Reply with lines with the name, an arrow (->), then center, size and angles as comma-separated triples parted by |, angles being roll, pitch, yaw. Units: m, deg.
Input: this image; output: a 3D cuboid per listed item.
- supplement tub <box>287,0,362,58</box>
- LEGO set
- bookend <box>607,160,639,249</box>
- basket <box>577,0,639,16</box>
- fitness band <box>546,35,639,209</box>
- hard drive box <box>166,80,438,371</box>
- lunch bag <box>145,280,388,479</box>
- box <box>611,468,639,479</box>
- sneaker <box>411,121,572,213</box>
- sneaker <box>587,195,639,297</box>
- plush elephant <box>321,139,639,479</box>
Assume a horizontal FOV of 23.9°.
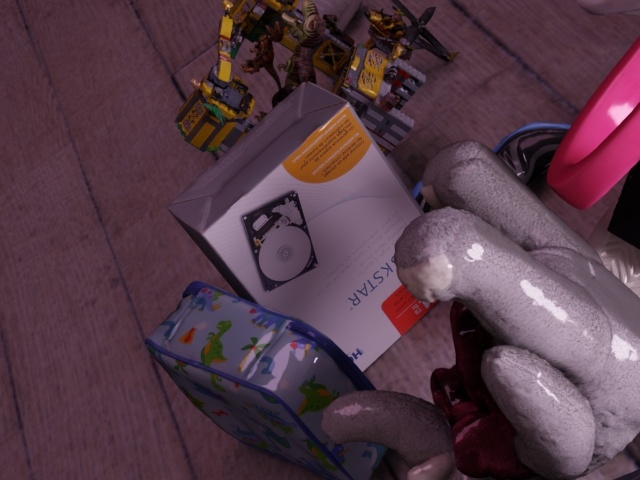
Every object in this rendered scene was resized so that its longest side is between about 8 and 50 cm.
supplement tub -> 0.003, -0.291, 1.939 | 0.071, 0.071, 0.107 | -1, 46, 43
LEGO set -> 0.004, -0.204, 1.649 | 0.192, 0.255, 0.331 | -47, 8, 39
bookend -> 0.327, -0.019, 1.135 | 0.072, 0.156, 0.157 | -65, 11, -22
basket -> 0.420, -0.370, 1.338 | 0.331, 0.266, 0.328 | -6, 85, 41
fitness band -> 0.283, -0.140, 1.153 | 0.291, 0.054, 0.209 | -50, 5, 11
hard drive box -> 0.000, 0.000, 1.416 | 0.181, 0.232, 0.089 | -43, 33, -8
lunch bag -> -0.041, 0.131, 1.344 | 0.219, 0.176, 0.090 | 15, 60, 49
box -> 0.218, 0.245, 0.948 | 0.270, 0.143, 0.165 | -27, 20, 15
sneaker -> 0.180, -0.053, 1.484 | 0.188, 0.067, 0.078 | -27, 54, 12
sneaker -> 0.340, -0.064, 1.296 | 0.350, 0.131, 0.148 | -46, 11, -3
plush elephant -> 0.130, 0.125, 1.129 | 0.255, 0.330, 0.272 | -49, 11, 18
